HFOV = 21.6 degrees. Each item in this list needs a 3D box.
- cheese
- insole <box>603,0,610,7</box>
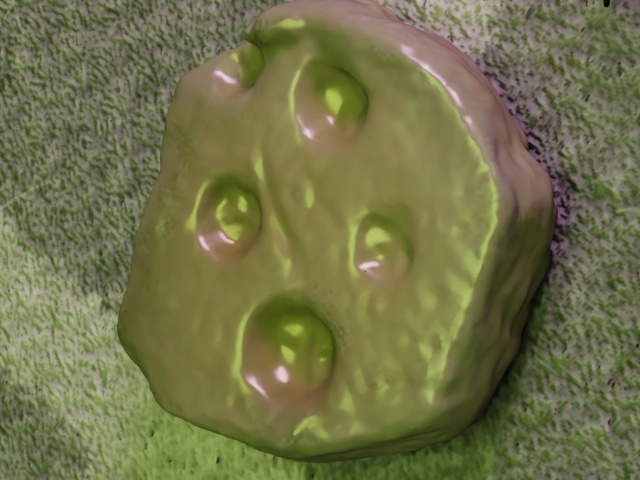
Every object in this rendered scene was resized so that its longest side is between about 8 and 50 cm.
[{"bbox_3d":[0.000,0.000,1.134,0.326,0.115,0.318,-28,73,26],"label":"cheese"},{"bbox_3d":[0.177,-0.312,1.061,0.007,0.111,0.327,-2,92,12],"label":"insole"}]
